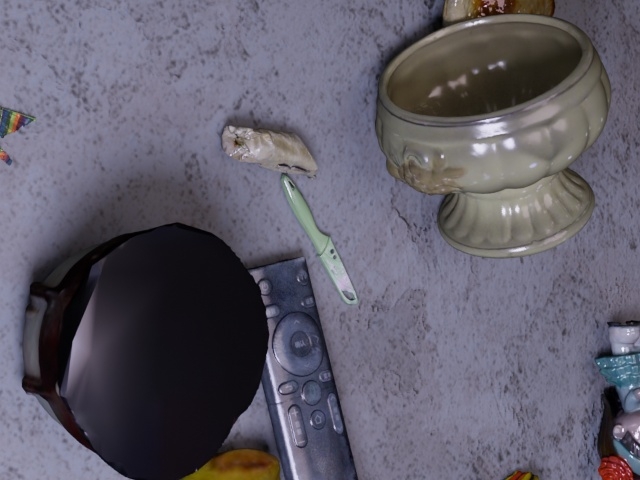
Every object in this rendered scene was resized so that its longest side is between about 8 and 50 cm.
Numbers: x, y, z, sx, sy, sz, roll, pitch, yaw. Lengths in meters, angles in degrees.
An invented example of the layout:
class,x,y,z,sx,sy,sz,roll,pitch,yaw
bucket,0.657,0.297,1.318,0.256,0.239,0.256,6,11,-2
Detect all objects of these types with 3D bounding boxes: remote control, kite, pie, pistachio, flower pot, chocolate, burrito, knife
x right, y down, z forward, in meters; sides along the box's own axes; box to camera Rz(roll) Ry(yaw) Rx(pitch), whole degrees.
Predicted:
class,x,y,z,sx,sy,sz,roll,pitch,yaw
remote control,-0.018,0.211,1.741,0.107,0.044,0.378,-13,90,-45
kite,-0.367,-0.116,1.529,0.122,0.004,0.090,-46,116,-28
pie,0.248,-0.335,1.957,0.205,0.084,0.179,36,69,-35
pistachio,-0.123,0.319,1.659,0.189,0.100,0.110,-43,137,-39
flower pot,0.232,-0.126,1.828,0.307,0.307,0.244,-40,128,-31
chocolate,-0.213,0.115,1.534,0.283,0.186,0.284,-6,99,-46
burrito,-0.060,-0.113,1.744,0.149,0.041,0.055,11,93,-40
knife,0.000,0.000,1.807,0.030,0.014,0.207,-41,115,-31

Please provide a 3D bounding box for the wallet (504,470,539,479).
class,x,y,z,sx,sy,sz,roll,pitch,yaw
wallet,0.235,0.439,1.951,0.241,0.067,0.141,-30,109,-35

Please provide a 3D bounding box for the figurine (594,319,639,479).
class,x,y,z,sx,sy,sz,roll,pitch,yaw
figurine,0.466,0.243,2.111,0.138,0.110,0.246,-2,88,-28
